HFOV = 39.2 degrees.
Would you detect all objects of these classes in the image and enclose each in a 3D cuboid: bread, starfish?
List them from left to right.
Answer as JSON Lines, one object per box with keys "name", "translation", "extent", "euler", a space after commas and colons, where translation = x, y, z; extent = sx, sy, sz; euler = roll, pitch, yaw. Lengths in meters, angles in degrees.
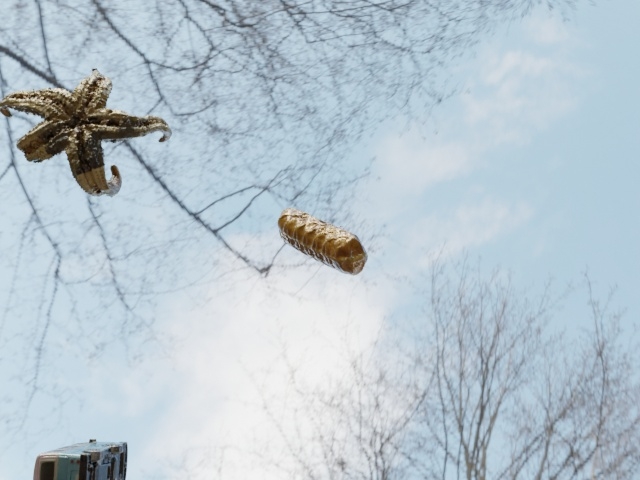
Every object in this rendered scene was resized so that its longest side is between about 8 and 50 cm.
{"name": "starfish", "translation": [-0.272, -0.136, 1.010], "extent": [0.190, 0.074, 0.146], "euler": [27, -113, 9]}
{"name": "bread", "translation": [0.000, 0.000, 1.085], "extent": [0.044, 0.157, 0.052], "euler": [-35, -56, -21]}

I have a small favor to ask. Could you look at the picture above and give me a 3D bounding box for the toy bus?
{"name": "toy bus", "translation": [-0.266, 0.256, 1.002], "extent": [0.075, 0.123, 0.060], "euler": [2, -96, 8]}
